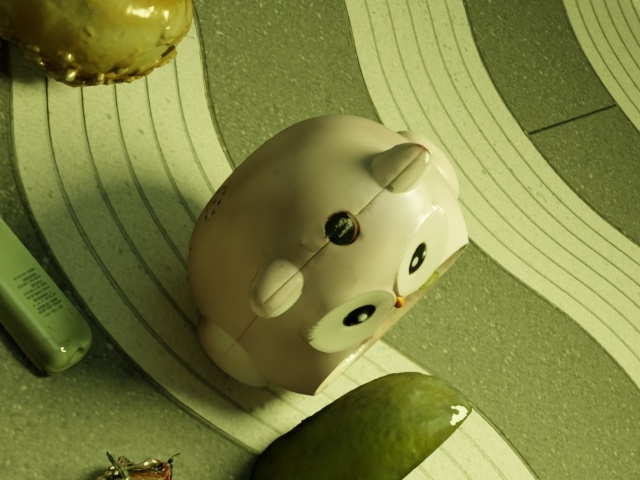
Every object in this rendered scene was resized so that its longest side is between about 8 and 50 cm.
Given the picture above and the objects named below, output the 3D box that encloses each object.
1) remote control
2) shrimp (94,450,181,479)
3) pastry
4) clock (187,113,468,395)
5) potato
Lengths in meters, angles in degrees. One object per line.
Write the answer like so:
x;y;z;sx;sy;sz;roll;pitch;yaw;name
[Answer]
-0.362;0.013;1.863;0.309;0.038;0.090;50;34;3;remote control
-0.201;0.264;1.771;0.073;0.075;0.190;24;34;21;shrimp
-0.314;-0.305;2.109;0.284;0.184;0.315;8;30;-52;pastry
0.000;0.000;1.980;0.250;0.368;0.377;46;-8;6;clock
0.052;0.219;1.937;0.112;0.255;0.269;48;33;-4;potato
